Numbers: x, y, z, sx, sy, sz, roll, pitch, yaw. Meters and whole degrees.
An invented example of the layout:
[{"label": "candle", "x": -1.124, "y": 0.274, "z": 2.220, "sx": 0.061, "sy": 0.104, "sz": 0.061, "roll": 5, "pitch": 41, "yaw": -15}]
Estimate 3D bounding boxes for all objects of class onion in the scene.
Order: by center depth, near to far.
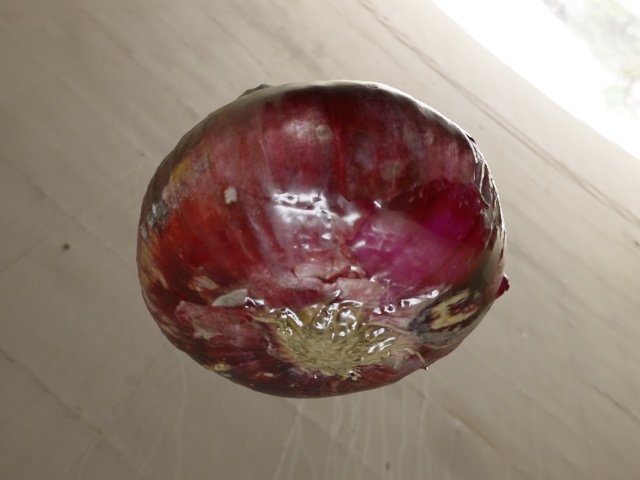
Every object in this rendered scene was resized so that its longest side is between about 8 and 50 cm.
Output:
[{"label": "onion", "x": 0.000, "y": 0.000, "z": 0.616, "sx": 0.246, "sy": 0.246, "sz": 0.190, "roll": 29, "pitch": -139, "yaw": -20}]
